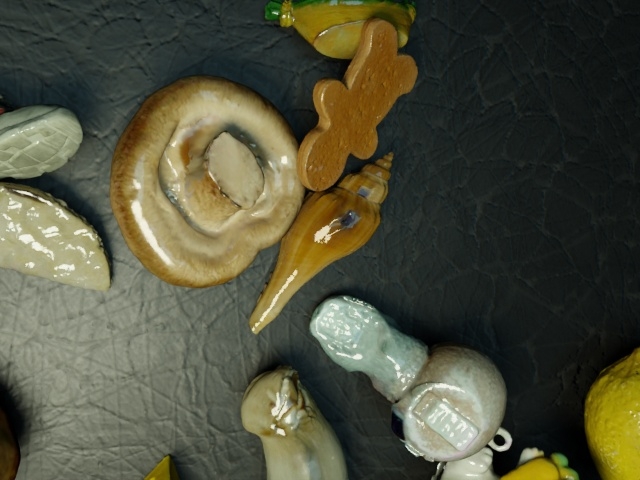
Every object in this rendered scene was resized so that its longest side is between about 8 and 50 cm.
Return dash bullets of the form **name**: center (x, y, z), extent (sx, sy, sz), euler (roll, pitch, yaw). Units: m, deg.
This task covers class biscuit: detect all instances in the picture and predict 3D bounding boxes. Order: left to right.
- **biscuit**: center (-0.386, -0.012, 0.783), extent (0.250, 0.032, 0.133), euler (14, 116, -15)
- **biscuit**: center (0.041, -0.181, 0.850), extent (0.250, 0.036, 0.165), euler (-58, 143, -6)

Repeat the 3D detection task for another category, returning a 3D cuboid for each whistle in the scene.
- **whistle**: center (0.140, 0.200, 0.928), extent (0.348, 0.189, 0.189), euler (36, 85, 6)

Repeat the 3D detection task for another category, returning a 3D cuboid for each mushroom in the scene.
- **mushroom**: center (-0.141, -0.076, 0.808), extent (0.278, 0.146, 0.278), euler (-3, 95, -33)
- **mushroom**: center (-0.041, 0.378, 0.895), extent (0.178, 0.126, 0.396), euler (6, 97, -7)

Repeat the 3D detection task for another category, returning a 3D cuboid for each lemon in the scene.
- **lemon**: center (0.568, 0.320, 0.987), extent (0.258, 0.258, 0.310), euler (-12, 98, -14)

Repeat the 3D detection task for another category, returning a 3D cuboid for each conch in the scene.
- **conch**: center (0.001, 0.000, 0.881), extent (0.109, 0.093, 0.330), euler (40, 85, -15)

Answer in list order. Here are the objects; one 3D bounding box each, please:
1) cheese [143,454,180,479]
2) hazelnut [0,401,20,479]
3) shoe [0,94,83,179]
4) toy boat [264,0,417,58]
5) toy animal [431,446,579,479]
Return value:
- **cheese**: center (-0.266, 0.409, 0.850), extent (0.171, 0.093, 0.126), euler (-22, 101, -11)
- **hazelnut**: center (-0.487, 0.273, 0.740), extent (0.208, 0.208, 0.208), euler (-2, 96, -15)
- **shoe**: center (-0.400, -0.141, 0.749), extent (0.228, 0.099, 0.125), euler (-15, 72, 8)
- **toy boat**: center (0.038, -0.315, 0.874), extent (0.230, 0.089, 0.088), euler (-6, 60, -16)
- **toy animal**: center (0.302, 0.452, 0.908), extent (0.310, 0.183, 0.247), euler (21, 120, 22)
